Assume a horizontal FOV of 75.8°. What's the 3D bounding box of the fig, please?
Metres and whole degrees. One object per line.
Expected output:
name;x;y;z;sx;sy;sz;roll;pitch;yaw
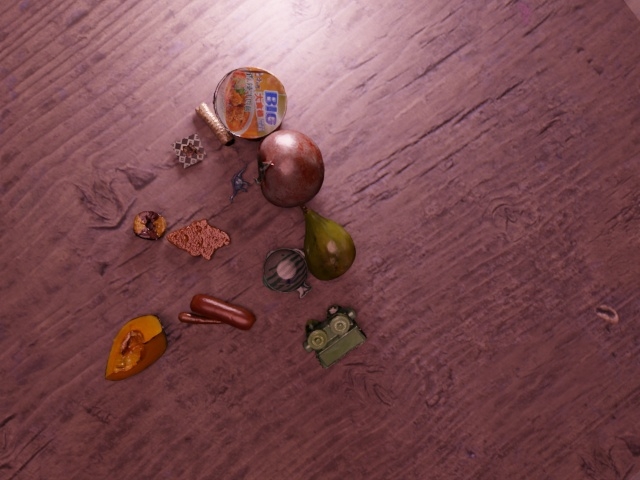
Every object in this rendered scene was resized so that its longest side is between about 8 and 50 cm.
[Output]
fig;0.020;0.020;1.698;0.233;0.233;0.314;-29;132;0

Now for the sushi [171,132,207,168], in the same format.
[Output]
sushi;-0.573;-0.393;1.809;0.126;0.026;0.120;-24;94;4

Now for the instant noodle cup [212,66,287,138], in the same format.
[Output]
instant noodle cup;-0.276;-0.544;1.715;0.297;0.214;0.296;0;91;-1

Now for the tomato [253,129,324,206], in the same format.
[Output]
tomato;-0.132;-0.288;1.680;0.283;0.317;0.316;-7;92;-17

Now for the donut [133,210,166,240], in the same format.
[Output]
donut;-0.742;-0.063;1.797;0.141;0.059;0.140;0;91;0

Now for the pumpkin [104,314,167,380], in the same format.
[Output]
pumpkin;-0.794;0.456;1.795;0.312;0.148;0.169;-39;53;-8

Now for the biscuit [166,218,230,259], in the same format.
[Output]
biscuit;-0.536;-0.004;1.811;0.280;0.043;0.183;0;88;4

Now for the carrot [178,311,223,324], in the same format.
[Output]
carrot;-0.522;0.352;1.822;0.216;0.048;0.048;9;91;-6

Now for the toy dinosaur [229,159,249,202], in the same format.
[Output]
toy dinosaur;-0.354;-0.253;1.806;0.080;0.045;0.197;20;100;2

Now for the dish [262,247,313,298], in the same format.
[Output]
dish;-0.139;0.138;1.799;0.224;0.078;0.246;-42;90;4

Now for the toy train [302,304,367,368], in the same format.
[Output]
toy train;0.056;0.408;1.779;0.272;0.159;0.188;-37;101;0

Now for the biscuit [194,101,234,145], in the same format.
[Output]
biscuit;-0.462;-0.503;1.793;0.061;0.055;0.219;-37;92;11

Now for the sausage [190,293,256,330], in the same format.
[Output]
sausage;-0.428;0.313;1.799;0.300;0.083;0.089;19;96;0
